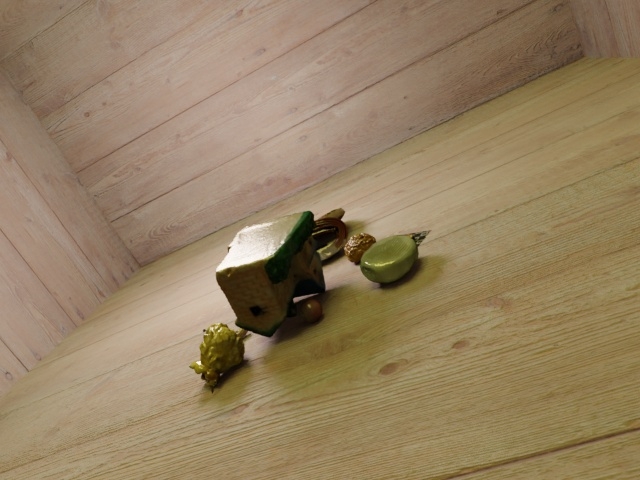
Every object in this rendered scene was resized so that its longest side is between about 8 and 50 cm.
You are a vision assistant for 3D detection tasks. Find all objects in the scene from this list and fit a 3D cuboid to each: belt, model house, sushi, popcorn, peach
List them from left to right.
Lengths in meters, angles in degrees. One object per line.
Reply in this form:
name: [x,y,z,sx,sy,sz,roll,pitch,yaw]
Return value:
popcorn: [-0.352,0.386,1.519,0.173,0.168,0.195,32,67,28]
model house: [-0.158,0.139,1.654,0.334,0.343,0.382,-13,24,21]
peach: [-0.031,0.244,1.561,0.083,0.083,0.083,-26,17,9]
belt: [0.000,0.000,2.024,0.261,0.184,0.105,-19,-6,0]
sushi: [0.329,-0.006,1.800,0.201,0.031,0.139,-11,24,44]

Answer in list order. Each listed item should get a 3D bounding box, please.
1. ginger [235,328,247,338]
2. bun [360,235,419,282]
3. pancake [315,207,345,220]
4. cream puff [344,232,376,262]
ginger: [-0.354,0.376,1.745,0.173,0.051,0.069,-17,25,18]
bun: [0.243,0.075,1.577,0.221,0.108,0.221,-18,22,8]
pancake: [-0.031,-0.053,2.280,0.382,0.071,0.382,-33,-1,-1]
cream puff: [0.164,0.024,1.846,0.144,0.103,0.126,-24,16,-7]
